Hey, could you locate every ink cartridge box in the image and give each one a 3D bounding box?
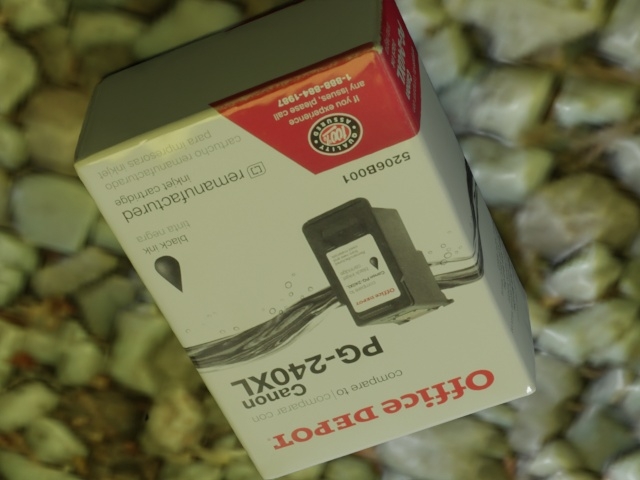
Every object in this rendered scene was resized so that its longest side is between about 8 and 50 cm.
[{"bbox_3d":[0.000,0.000,0.511,0.109,0.063,0.150,-20,121,13],"label":"ink cartridge box"}]
